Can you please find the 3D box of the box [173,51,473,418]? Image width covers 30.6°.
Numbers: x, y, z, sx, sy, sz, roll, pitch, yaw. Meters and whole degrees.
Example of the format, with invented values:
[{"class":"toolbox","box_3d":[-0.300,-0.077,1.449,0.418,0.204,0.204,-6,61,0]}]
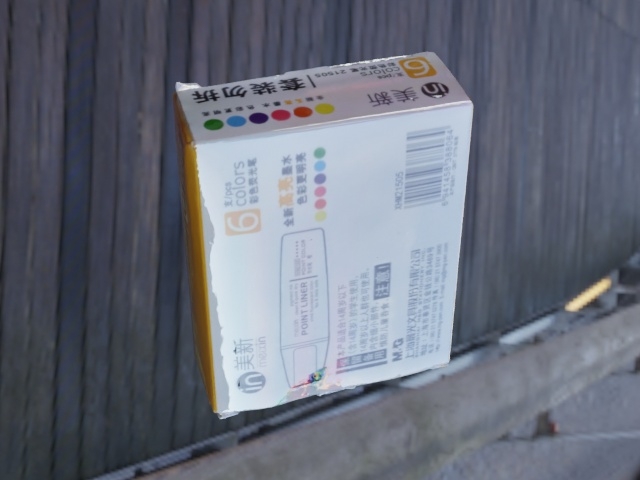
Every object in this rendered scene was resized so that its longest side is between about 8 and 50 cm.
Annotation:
[{"class":"box","box_3d":[0.000,0.000,0.931,0.091,0.220,0.274,-117,-157,-51]}]
